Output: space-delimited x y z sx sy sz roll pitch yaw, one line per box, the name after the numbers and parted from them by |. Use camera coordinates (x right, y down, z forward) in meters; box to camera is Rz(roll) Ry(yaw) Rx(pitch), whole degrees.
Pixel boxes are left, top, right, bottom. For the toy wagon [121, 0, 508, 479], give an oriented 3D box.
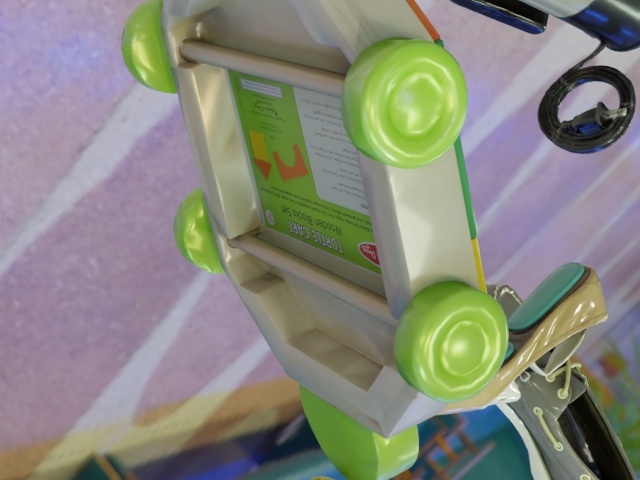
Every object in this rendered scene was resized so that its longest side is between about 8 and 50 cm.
0.000 0.000 0.717 0.068 0.267 0.344 -24 114 -24 | toy wagon

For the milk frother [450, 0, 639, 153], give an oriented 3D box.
0.147 -0.146 0.854 0.135 0.143 0.129 18 140 -28 | milk frother

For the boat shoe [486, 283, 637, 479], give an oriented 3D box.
0.256 0.174 1.481 0.091 0.305 0.109 -18 -165 39 | boat shoe

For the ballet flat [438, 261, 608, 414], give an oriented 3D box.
0.185 0.110 1.264 0.232 0.073 0.080 -35 -161 -17 | ballet flat
